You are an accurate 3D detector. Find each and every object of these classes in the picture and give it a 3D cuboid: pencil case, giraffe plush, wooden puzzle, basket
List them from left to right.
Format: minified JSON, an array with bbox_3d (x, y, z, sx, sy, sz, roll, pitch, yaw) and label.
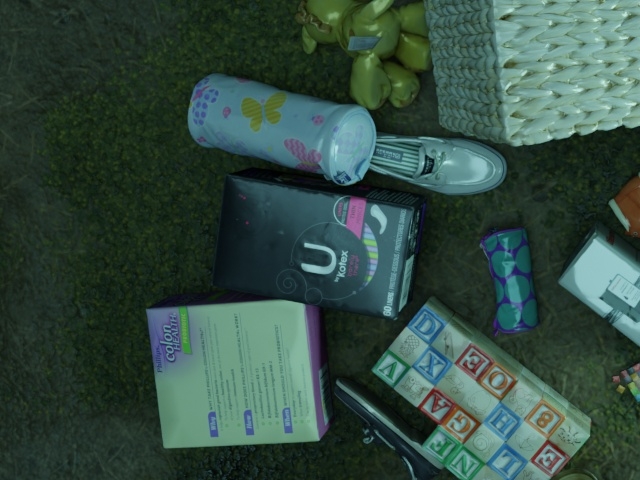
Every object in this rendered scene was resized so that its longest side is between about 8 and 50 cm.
[{"bbox_3d":[-0.055,-0.159,1.865,0.273,0.124,0.113,18,77,29],"label":"pencil case"},{"bbox_3d":[0.049,-0.295,1.846,0.170,0.210,0.181,36,103,35],"label":"giraffe plush"},{"bbox_3d":[0.270,0.057,1.886,0.070,0.064,0.152,-10,95,-2],"label":"pencil case"},{"bbox_3d":[0.318,-0.277,1.651,0.328,0.331,0.266,-9,99,-9],"label":"basket"},{"bbox_3d":[0.463,0.199,1.892,0.083,0.006,0.049,-31,90,15],"label":"wooden puzzle"}]

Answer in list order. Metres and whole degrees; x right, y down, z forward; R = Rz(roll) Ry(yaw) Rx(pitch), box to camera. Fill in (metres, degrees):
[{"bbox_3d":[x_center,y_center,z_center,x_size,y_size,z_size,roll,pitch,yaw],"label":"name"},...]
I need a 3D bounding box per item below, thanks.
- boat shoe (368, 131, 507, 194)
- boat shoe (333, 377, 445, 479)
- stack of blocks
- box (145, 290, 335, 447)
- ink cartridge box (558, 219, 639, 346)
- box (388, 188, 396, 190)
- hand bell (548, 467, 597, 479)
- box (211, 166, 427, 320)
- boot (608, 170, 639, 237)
[{"bbox_3d":[0.151,-0.107,1.883,0.226,0.076,0.083,6,100,12],"label":"boat shoe"},{"bbox_3d":[0.091,0.286,1.955,0.206,0.075,0.065,39,101,0],"label":"boat shoe"},{"bbox_3d":[0.220,0.240,1.911,0.297,0.087,0.171,39,105,5],"label":"stack of blocks"},{"bbox_3d":[-0.116,0.186,1.965,0.243,0.117,0.214,-5,97,13],"label":"box"},{"bbox_3d":[0.433,0.075,1.807,0.208,0.153,0.087,39,105,6],"label":"ink cartridge box"},{"bbox_3d":[0.004,-0.003,1.953,0.225,0.036,0.136,-2,97,14],"label":"box"},{"bbox_3d":[0.420,0.427,1.860,0.242,0.126,0.126,34,106,-29],"label":"hand bell"},{"bbox_3d":[0.000,0.000,1.860,0.270,0.143,0.165,9,100,12],"label":"box"},{"bbox_3d":[0.471,-0.017,1.837,0.084,0.059,0.158,-40,80,18],"label":"boot"}]
